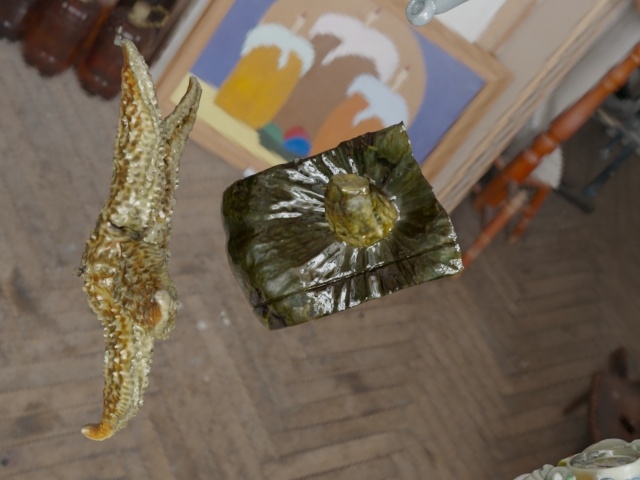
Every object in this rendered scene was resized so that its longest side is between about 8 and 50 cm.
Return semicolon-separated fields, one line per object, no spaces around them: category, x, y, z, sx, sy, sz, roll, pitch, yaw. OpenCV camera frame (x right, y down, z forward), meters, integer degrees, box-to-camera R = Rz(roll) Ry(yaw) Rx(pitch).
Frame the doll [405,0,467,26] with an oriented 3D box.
doll;0.140;-0.210;0.725;0.075;0.227;0.102;37;21;-42

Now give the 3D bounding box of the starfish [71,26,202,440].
starfish;-0.149;-0.022;0.952;0.084;0.301;0.294;8;62;-8

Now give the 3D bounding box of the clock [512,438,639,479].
clock;0.266;0.252;1.146;0.230;0.144;0.103;-9;94;-32

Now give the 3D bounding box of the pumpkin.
pumpkin;-0.001;-0.001;0.939;0.125;0.248;0.131;-7;78;-21
